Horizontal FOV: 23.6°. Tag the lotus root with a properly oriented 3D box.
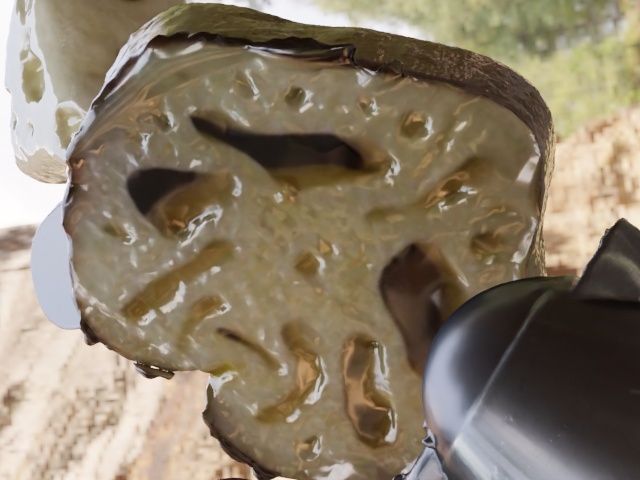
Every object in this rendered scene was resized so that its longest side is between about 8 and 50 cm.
[{"bbox_3d":[0.000,0.000,1.090,0.390,0.375,0.111,51,-148,-16],"label":"lotus root"}]

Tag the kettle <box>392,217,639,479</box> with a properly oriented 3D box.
[{"bbox_3d":[0.174,0.131,0.827,0.207,0.271,0.250,-50,-11,-41],"label":"kettle"}]

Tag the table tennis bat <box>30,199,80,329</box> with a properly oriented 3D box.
[{"bbox_3d":[-0.284,0.005,1.965,0.022,0.301,0.173,-3,-113,-48],"label":"table tennis bat"}]

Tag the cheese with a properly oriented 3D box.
[{"bbox_3d":[-0.196,-0.118,1.434,0.174,0.248,0.251,-11,-122,-26],"label":"cheese"}]

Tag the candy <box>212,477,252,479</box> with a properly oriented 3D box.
[{"bbox_3d":[-0.055,0.186,0.877,0.043,0.103,0.103,-146,37,-66],"label":"candy"}]
